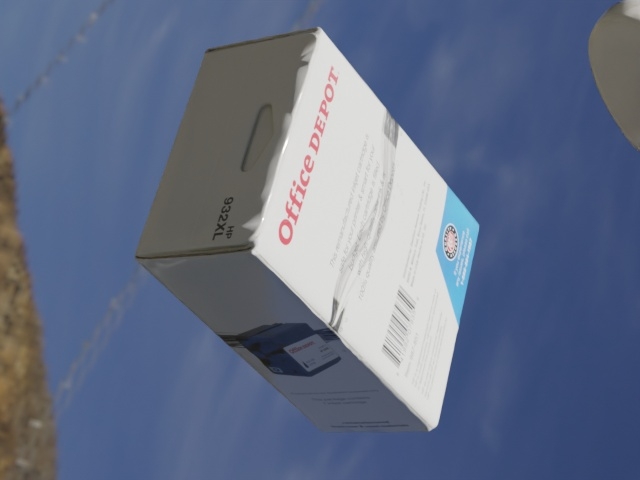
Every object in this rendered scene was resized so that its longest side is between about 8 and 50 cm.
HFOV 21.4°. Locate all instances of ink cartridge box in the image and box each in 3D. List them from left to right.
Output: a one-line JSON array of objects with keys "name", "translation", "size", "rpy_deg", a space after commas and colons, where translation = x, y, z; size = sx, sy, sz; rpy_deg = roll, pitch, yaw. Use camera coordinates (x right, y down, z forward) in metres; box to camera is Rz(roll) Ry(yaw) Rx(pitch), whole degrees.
[{"name": "ink cartridge box", "translation": [0.000, 0.000, 1.469], "size": [0.129, 0.307, 0.223], "rpy_deg": [-5, -126, 33]}]

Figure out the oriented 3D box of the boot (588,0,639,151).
[{"name": "boot", "translation": [0.209, -0.055, 0.789], "size": [0.086, 0.190, 0.069], "rpy_deg": [-51, -167, -31]}]
